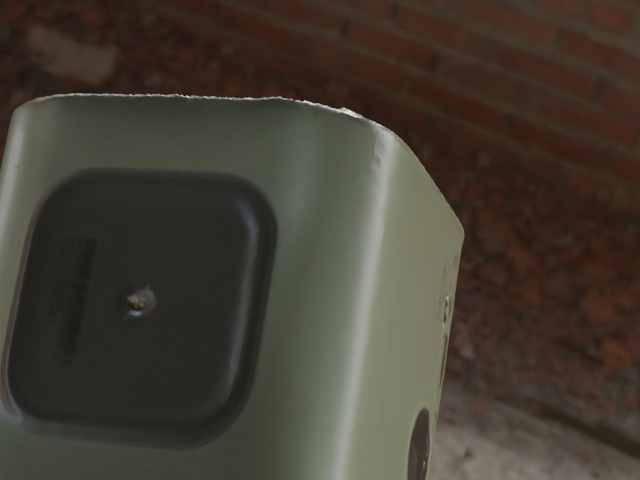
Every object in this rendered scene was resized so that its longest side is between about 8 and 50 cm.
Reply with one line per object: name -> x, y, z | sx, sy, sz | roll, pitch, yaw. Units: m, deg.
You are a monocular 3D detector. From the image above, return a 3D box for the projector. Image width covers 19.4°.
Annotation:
projector -> -0.064, 0.074, 1.113 | 0.248, 0.248, 0.249 | 3, 71, 19
